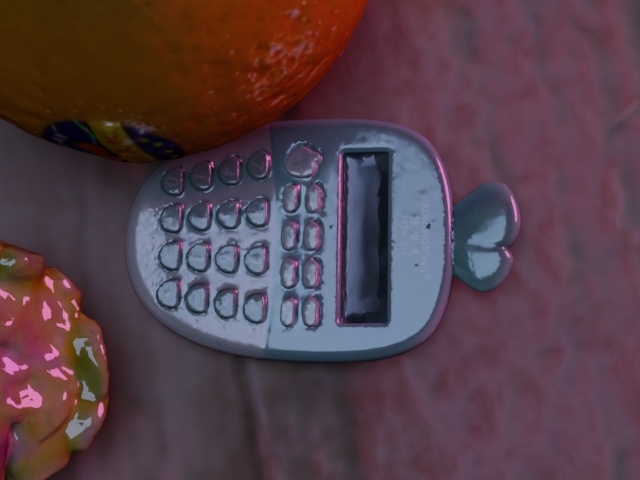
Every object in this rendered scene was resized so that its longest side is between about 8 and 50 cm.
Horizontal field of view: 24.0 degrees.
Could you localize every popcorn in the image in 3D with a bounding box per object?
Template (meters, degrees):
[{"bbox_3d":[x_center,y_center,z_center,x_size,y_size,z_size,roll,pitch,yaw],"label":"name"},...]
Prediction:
[{"bbox_3d":[-0.129,0.053,0.550,0.096,0.089,0.109,8,88,-29],"label":"popcorn"}]

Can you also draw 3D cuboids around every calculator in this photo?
[{"bbox_3d":[0.000,0.000,0.578,0.153,0.021,0.095,0,79,5],"label":"calculator"}]

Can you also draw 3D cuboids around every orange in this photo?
[{"bbox_3d":[-0.067,-0.116,0.544,0.177,0.155,0.178,-4,77,17],"label":"orange"}]
